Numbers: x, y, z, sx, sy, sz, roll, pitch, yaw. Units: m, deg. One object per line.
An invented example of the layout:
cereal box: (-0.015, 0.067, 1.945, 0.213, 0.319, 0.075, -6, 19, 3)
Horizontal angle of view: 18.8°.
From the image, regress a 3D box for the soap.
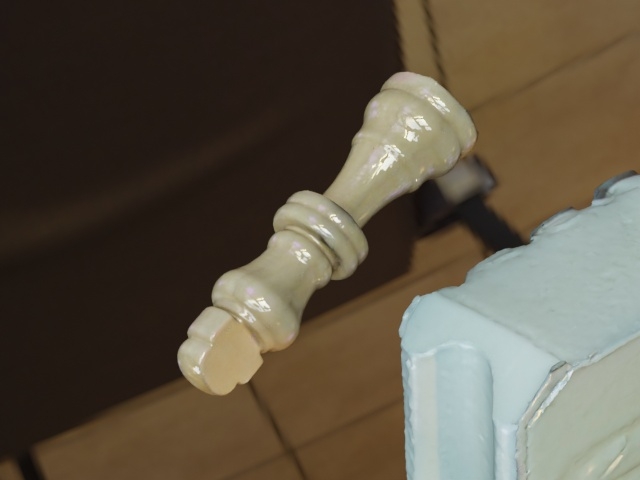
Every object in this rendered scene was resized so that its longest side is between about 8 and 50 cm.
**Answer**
soap: (0.117, 0.109, 0.836, 0.150, 0.094, 0.261, -31, 135, -29)

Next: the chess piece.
chess piece: (0.000, 0.000, 1.939, 0.397, 0.117, 0.117, -49, 163, -23)
